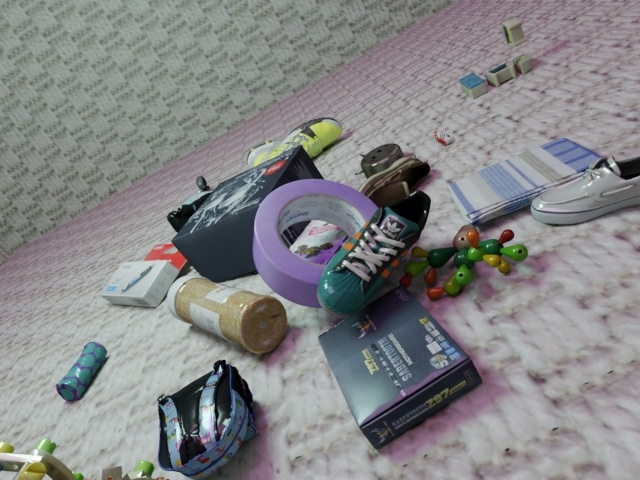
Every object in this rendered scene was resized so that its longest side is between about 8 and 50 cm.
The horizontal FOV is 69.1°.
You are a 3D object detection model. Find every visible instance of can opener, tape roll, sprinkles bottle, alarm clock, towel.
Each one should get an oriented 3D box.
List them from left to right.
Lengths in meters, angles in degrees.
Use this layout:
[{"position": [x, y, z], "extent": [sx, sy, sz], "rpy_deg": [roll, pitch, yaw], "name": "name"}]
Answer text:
[{"position": [-0.496, -0.194, 1.971], "extent": [0.074, 0.093, 0.280], "rpy_deg": [-33, 32, -5], "name": "can opener"}, {"position": [-0.224, 0.158, 1.060], "extent": [0.356, 0.121, 0.121], "rpy_deg": [6, 45, 49], "name": "sprinkles bottle"}, {"position": [0.000, 0.000, 0.962], "extent": [0.275, 0.090, 0.274], "rpy_deg": [6, 53, -8], "name": "tape roll"}, {"position": [0.198, -0.238, 1.372], "extent": [0.192, 0.064, 0.129], "rpy_deg": [4, 43, 44], "name": "alarm clock"}, {"position": [0.421, -0.127, 0.985], "extent": [0.285, 0.034, 0.209], "rpy_deg": [-23, 24, 11], "name": "towel"}]

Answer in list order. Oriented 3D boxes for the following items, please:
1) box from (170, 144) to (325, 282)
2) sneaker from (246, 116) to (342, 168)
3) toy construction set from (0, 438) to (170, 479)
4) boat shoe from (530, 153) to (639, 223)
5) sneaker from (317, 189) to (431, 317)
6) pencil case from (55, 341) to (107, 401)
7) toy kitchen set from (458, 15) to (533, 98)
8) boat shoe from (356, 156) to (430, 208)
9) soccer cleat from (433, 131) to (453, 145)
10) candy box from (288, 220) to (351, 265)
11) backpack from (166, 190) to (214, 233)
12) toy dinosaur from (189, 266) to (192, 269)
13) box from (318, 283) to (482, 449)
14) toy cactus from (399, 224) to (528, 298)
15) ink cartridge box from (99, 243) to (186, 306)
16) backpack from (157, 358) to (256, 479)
[{"position": [-0.187, -0.072, 1.324], "extent": [0.344, 0.178, 0.312], "rpy_deg": [-19, 30, 31], "name": "box"}, {"position": [-0.082, -0.331, 1.769], "extent": [0.385, 0.145, 0.147], "rpy_deg": [-28, 58, 1], "name": "sneaker"}, {"position": [-0.357, 0.386, 0.704], "extent": [0.328, 0.215, 0.151], "rpy_deg": [-12, 33, 32], "name": "toy construction set"}, {"position": [0.501, -0.101, 0.801], "extent": [0.268, 0.088, 0.096], "rpy_deg": [-11, 33, 33], "name": "boat shoe"}, {"position": [0.102, 0.008, 0.838], "extent": [0.302, 0.108, 0.121], "rpy_deg": [-46, -14, -36], "name": "sneaker"}, {"position": [-0.626, 0.340, 1.219], "extent": [0.070, 0.064, 0.151], "rpy_deg": [3, 34, 8], "name": "pencil case"}, {"position": [0.545, -0.590, 1.494], "extent": [0.207, 0.166, 0.122], "rpy_deg": [-25, 28, 11], "name": "toy kitchen set"}, {"position": [0.182, -0.133, 1.175], "extent": [0.257, 0.095, 0.095], "rpy_deg": [-44, 36, -24], "name": "boat shoe"}, {"position": [0.355, -0.299, 1.351], "extent": [0.036, 0.029, 0.083], "rpy_deg": [-21, 31, 0], "name": "soccer cleat"}, {"position": [0.009, 0.026, 1.101], "extent": [0.165, 0.070, 0.196], "rpy_deg": [-4, 38, 41], "name": "candy box"}, {"position": [-0.388, -0.085, 1.491], "extent": [0.115, 0.151, 0.182], "rpy_deg": [9, 46, 44], "name": "backpack"}, {"position": [-0.335, -0.007, 1.526], "extent": [0.118, 0.064, 0.268], "rpy_deg": [-21, 33, 25], "name": "toy dinosaur"}, {"position": [0.111, 0.186, 0.742], "extent": [0.184, 0.059, 0.232], "rpy_deg": [-32, 26, -1], "name": "box"}, {"position": [0.257, 0.018, 0.853], "extent": [0.219, 0.112, 0.180], "rpy_deg": [-24, 17, 31], "name": "toy cactus"}, {"position": [-0.562, 0.091, 1.529], "extent": [0.297, 0.066, 0.261], "rpy_deg": [-4, 48, 41], "name": "ink cartridge box"}, {"position": [-0.185, 0.310, 0.768], "extent": [0.158, 0.116, 0.173], "rpy_deg": [-31, 26, -1], "name": "backpack"}]
